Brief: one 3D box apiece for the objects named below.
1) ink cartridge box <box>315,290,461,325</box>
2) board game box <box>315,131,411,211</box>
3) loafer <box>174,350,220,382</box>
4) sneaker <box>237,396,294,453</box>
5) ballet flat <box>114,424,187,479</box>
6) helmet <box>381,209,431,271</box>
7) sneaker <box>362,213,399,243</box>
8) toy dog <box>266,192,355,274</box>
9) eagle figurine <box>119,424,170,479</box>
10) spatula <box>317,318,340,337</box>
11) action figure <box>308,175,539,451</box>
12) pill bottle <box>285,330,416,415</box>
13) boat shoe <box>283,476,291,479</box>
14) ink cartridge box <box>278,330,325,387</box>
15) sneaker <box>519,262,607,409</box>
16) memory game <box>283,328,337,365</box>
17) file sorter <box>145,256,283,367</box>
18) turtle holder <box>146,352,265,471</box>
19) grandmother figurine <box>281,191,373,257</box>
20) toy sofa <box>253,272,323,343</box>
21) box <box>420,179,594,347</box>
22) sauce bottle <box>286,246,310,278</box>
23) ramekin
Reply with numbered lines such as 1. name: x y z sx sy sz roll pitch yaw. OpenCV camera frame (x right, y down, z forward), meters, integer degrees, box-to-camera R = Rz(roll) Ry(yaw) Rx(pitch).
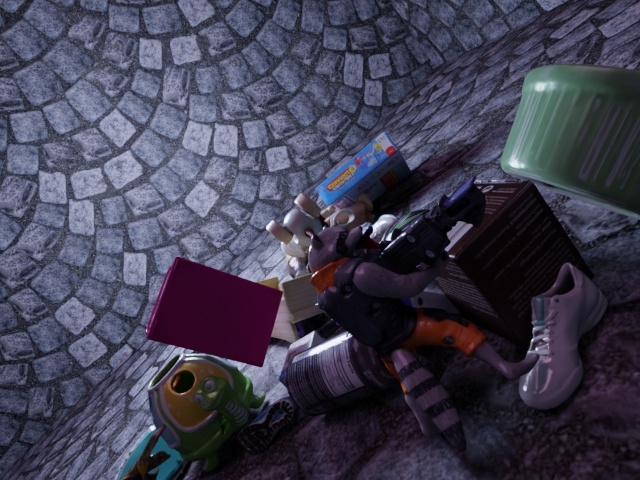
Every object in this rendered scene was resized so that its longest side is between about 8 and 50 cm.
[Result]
1. ink cartridge box: 0.131 0.135 0.837 0.206 0.208 0.045 -24 61 47
2. board game box: 0.169 -0.220 1.584 0.302 0.086 0.308 -38 -17 11
3. loafer: -0.461 0.453 1.570 0.267 0.096 0.084 -42 10 6
4. sneaker: -0.114 0.407 0.959 0.162 0.063 0.073 -41 -7 8
5. ballet flat: -0.394 0.535 1.184 0.147 0.147 0.409 -30 17 37
6. helmet: 0.226 0.011 0.982 0.169 0.169 0.161 -29 4 39
7. sneaker: 0.173 -0.007 1.313 0.228 0.087 0.092 -31 25 56
8. toy dog: 0.000 0.000 1.324 0.161 0.333 0.220 44 112 44
9. eagle figurine: -0.326 0.568 0.845 0.298 0.225 0.226 33 116 38
10. spatula: 0.081 0.162 1.026 0.030 0.084 0.296 -10 -27 -45
11. action figure: 0.116 0.087 0.584 0.178 0.330 0.341 -36 -17 -42
12. pill bottle: 0.059 0.240 0.828 0.245 0.130 0.130 -32 19 30
13. boat shoe: -0.142 0.512 0.649 0.324 0.096 0.116 -43 -25 -15
14. ink cartridge box: -0.040 0.287 1.032 0.088 0.052 0.122 -35 16 25
15. sneaker: 0.316 0.123 0.595 0.212 0.094 0.080 -50 19 -26
16. memory game: -0.032 0.295 1.111 0.186 0.012 0.186 -38 17 13
17. file sorter: -0.287 0.193 1.145 0.182 0.290 0.202 -18 54 61
18. turtle holder: -0.293 0.395 1.035 0.243 0.227 0.320 -45 11 -6
19. grandmother figurine: 0.022 -0.035 1.500 0.342 0.208 0.104 -25 37 -18
20. toy sofa: -0.108 0.201 1.332 0.150 0.177 0.362 -14 0 -32
21. box: 0.285 0.029 0.714 0.167 0.203 0.168 -44 17 -7
22. sauce bottle: -0.068 0.085 1.579 0.111 0.111 0.344 -40 18 6
23. ramekin: 0.423 -0.129 0.633 0.303 0.303 0.148 -108 37 -73
